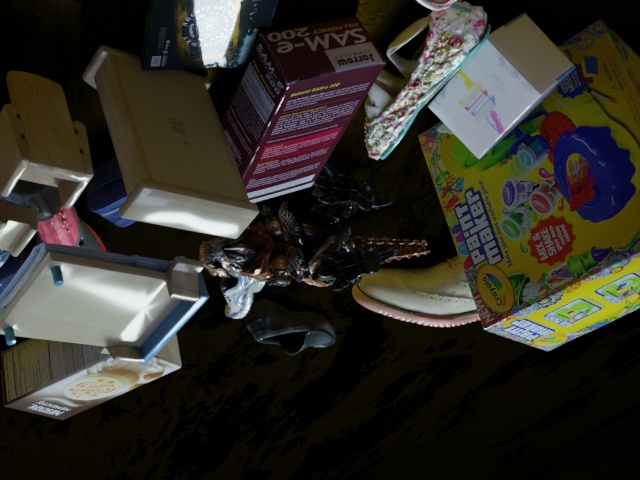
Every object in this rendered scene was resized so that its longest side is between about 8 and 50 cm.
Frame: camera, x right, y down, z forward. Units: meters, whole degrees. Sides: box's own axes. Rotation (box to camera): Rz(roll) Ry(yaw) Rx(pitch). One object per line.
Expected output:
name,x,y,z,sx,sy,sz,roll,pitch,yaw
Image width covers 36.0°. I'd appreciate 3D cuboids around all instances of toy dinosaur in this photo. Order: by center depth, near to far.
toy dinosaur,0.000,0.000,1.393,0.321,0.164,0.218,-22,173,-27

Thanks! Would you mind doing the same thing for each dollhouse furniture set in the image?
dollhouse furniture set,-0.265,-0.027,1.042,0.286,0.198,0.303,12,133,-41

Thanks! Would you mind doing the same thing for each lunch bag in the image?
lunch bag,-0.236,-0.065,1.182,0.098,0.067,0.065,-25,149,16

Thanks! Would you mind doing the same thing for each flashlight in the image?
flashlight,-0.320,-0.013,1.189,0.103,0.103,0.304,25,157,8

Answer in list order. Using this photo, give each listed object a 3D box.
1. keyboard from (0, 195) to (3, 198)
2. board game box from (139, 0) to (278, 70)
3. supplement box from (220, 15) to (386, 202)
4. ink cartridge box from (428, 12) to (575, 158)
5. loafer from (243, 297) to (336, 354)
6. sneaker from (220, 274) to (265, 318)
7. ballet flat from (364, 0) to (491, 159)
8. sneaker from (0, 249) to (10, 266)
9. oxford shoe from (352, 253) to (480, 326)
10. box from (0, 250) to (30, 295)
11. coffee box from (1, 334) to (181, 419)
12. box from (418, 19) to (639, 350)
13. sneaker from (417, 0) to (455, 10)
keyboard,-0.453,-0.051,1.153,0.192,0.038,0.100,4,124,-31
board game box,-0.104,-0.237,0.968,0.126,0.026,0.186,-5,151,-21
supplement box,-0.037,-0.139,1.109,0.130,0.073,0.239,-18,158,-32
ink cartridge box,0.204,-0.173,1.142,0.092,0.090,0.143,-37,172,-41
loafer,-0.048,0.161,1.694,0.076,0.078,0.223,-29,150,27
sneaker,-0.131,0.073,1.529,0.058,0.052,0.135,9,138,-21
ballet flat,0.101,-0.190,1.126,0.077,0.091,0.241,29,134,-12
sneaker,-0.413,-0.017,1.130,0.125,0.104,0.262,-14,137,-47
oxford shoe,0.249,0.052,1.628,0.396,0.140,0.147,-1,114,-12
box,-0.421,0.075,1.391,0.136,0.037,0.225,-25,150,19
coffee box,-0.365,0.190,1.566,0.246,0.098,0.141,-25,151,19
box,0.315,-0.058,1.232,0.279,0.290,0.177,-32,148,28
sneaker,0.138,-0.262,0.998,0.134,0.070,0.051,1,147,-31
